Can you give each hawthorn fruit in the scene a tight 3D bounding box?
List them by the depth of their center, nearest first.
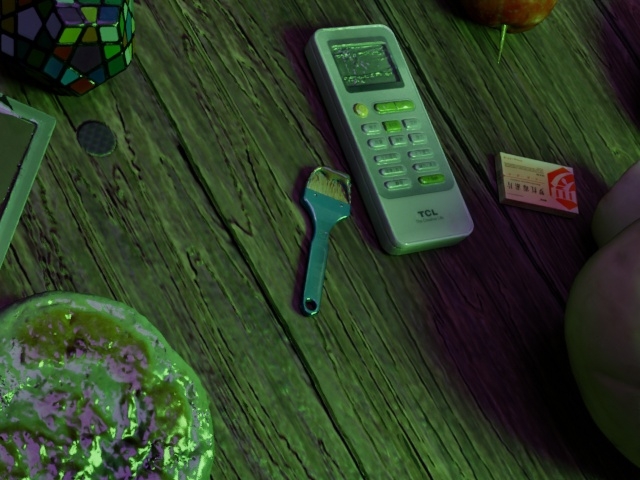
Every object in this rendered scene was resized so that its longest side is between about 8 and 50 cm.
[{"bbox_3d":[0.210,-0.284,1.513,0.125,0.125,0.140,12,57,-22],"label":"hawthorn fruit"}]

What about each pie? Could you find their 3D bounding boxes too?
[{"bbox_3d":[-0.192,0.152,1.100,0.240,0.054,0.240,13,60,-23],"label":"pie"}]

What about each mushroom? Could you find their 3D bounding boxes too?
[{"bbox_3d":[0.383,0.056,1.304,0.325,0.353,0.353,-20,74,-50],"label":"mushroom"}]

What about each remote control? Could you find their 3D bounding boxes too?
[{"bbox_3d":[0.068,-0.105,1.393,0.103,0.034,0.250,-8,68,-31],"label":"remote control"}]

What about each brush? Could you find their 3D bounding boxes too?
[{"bbox_3d":[0.000,0.000,1.313,0.051,0.014,0.164,19,58,-17],"label":"brush"}]

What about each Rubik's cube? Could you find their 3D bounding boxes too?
[{"bbox_3d":[-0.225,-0.192,1.237,0.112,0.133,0.133,-1,61,1],"label":"Rubik's cube"}]

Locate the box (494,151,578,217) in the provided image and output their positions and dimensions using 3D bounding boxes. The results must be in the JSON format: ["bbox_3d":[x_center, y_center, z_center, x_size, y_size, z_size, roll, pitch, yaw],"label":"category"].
[{"bbox_3d":[0.229,-0.058,1.465,0.093,0.015,0.058,11,58,-22],"label":"box"}]

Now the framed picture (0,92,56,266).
[{"bbox_3d":[-0.357,-0.039,1.144,0.216,0.016,0.273,24,55,-14],"label":"framed picture"}]
